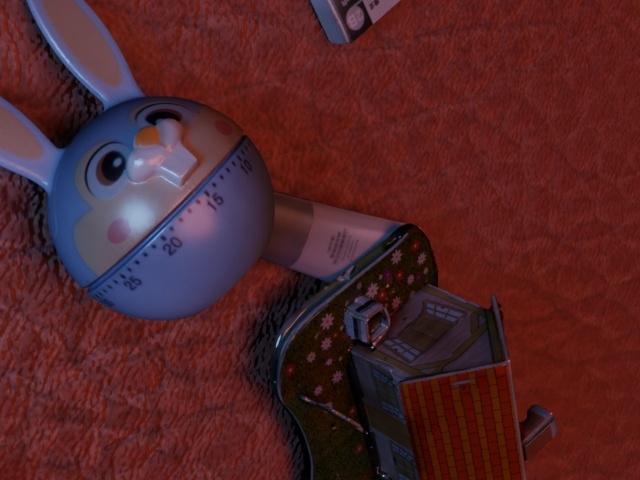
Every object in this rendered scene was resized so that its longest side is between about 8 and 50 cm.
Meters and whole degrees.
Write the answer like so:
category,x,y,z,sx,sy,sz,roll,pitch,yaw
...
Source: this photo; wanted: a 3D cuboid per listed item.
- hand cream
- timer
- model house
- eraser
category,x,y,z,sx,sy,sz,roll,pitch,yaw
hand cream,0.000,0.000,0.921,0.255,0.048,0.079,17,98,-44
timer,-0.134,-0.058,0.722,0.175,0.175,0.255,-48,125,-23
model house,0.098,0.165,0.948,0.207,0.154,0.293,-38,131,-30
eraser,0.045,-0.225,0.926,0.122,0.029,0.052,-44,124,-25
